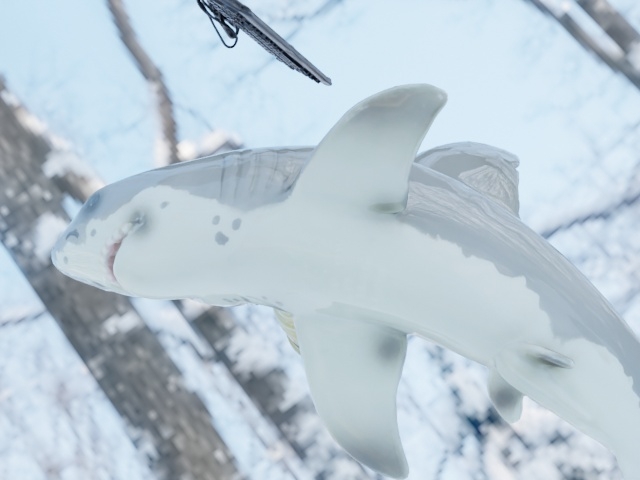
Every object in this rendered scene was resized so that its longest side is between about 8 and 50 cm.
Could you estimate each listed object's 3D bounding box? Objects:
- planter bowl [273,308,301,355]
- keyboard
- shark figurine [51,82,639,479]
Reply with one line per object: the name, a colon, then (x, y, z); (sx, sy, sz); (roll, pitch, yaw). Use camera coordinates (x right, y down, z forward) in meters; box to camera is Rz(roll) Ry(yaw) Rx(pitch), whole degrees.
planter bowl: (0.000, 0.000, 1.825); (0.090, 0.217, 0.217); (28, -67, -30)
keyboard: (-0.065, -0.184, 1.707); (0.038, 0.100, 0.192); (-52, -29, 1)
shark figurine: (0.065, 0.022, 0.654); (0.166, 0.278, 0.116); (-50, 7, 37)
